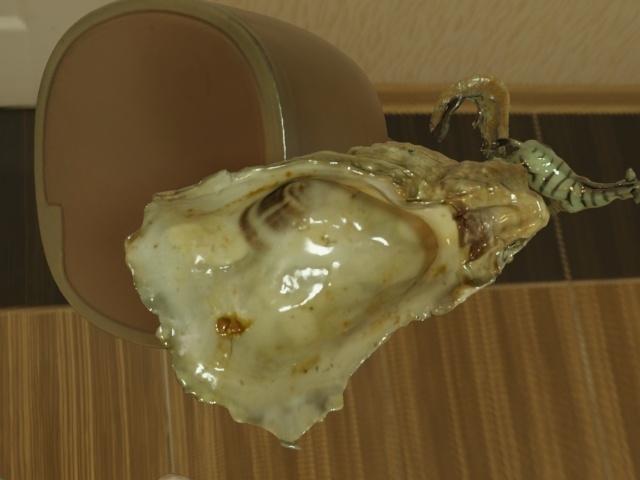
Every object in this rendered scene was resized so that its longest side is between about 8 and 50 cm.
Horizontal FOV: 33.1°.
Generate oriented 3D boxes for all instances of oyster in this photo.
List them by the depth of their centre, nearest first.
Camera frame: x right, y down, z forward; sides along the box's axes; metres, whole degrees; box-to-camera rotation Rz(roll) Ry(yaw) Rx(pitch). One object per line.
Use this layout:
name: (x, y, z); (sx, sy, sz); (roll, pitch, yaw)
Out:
oyster: (0.012, 0.009, 0.631); (0.232, 0.107, 0.162); (-20, 110, -2)

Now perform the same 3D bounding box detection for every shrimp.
shrimp: (0.277, -0.202, 1.959); (0.152, 0.219, 0.046); (-19, 41, -3)

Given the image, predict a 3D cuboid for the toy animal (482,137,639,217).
toy animal: (0.348, -0.092, 1.558); (0.216, 0.176, 0.073); (30, 71, -3)

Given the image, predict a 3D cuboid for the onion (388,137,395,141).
onion: (-0.043, -0.020, 1.593); (0.420, 0.398, 0.399); (-17, 70, 15)

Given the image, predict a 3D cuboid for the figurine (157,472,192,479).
figurine: (-0.124, 0.253, 0.733); (0.256, 0.145, 0.182); (-1, 53, 20)

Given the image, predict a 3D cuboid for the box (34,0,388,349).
box: (-0.083, -0.060, 0.956); (0.216, 0.301, 0.301); (-6, 64, -56)

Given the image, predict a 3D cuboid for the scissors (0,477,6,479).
scissors: (-0.588, 0.468, 1.416); (0.029, 0.193, 0.447); (17, 53, 40)
